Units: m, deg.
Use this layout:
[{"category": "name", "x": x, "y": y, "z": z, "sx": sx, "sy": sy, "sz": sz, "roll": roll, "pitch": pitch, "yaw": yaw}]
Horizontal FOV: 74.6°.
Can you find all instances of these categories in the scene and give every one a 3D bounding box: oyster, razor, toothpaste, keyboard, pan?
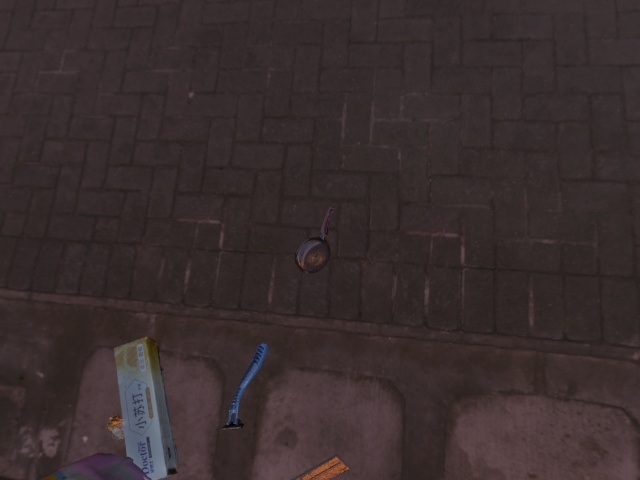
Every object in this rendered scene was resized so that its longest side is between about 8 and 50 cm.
[{"category": "oyster", "x": -0.462, "y": 0.460, "z": 1.050, "sx": 0.132, "sy": 0.029, "sz": 0.086, "roll": 10, "pitch": 109, "yaw": -12}, {"category": "razor", "x": -0.201, "y": 0.393, "z": 1.157, "sx": 0.082, "sy": 0.042, "sz": 0.253, "roll": -23, "pitch": 31, "yaw": 38}, {"category": "toothpaste", "x": -0.402, "y": 0.386, "z": 0.966, "sx": 0.089, "sy": 0.071, "sz": 0.312, "roll": -18, "pitch": 65, "yaw": -6}, {"category": "keyboard", "x": -0.003, "y": 0.691, "z": 1.242, "sx": 0.198, "sy": 0.010, "sz": 0.063, "roll": -40, "pitch": 99, "yaw": 23}, {"category": "pan", "x": 0.002, "y": 0.000, "z": 1.226, "sx": 0.040, "sy": 0.115, "sz": 0.212, "roll": 25, "pitch": 90, "yaw": 49}]

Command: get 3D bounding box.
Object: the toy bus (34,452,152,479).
[{"category": "toy bus", "x": -0.118, "y": 0.292, "z": 0.306, "sx": 0.317, "sy": 0.138, "sz": 0.112, "roll": 20, "pitch": 106, "yaw": 26}]
